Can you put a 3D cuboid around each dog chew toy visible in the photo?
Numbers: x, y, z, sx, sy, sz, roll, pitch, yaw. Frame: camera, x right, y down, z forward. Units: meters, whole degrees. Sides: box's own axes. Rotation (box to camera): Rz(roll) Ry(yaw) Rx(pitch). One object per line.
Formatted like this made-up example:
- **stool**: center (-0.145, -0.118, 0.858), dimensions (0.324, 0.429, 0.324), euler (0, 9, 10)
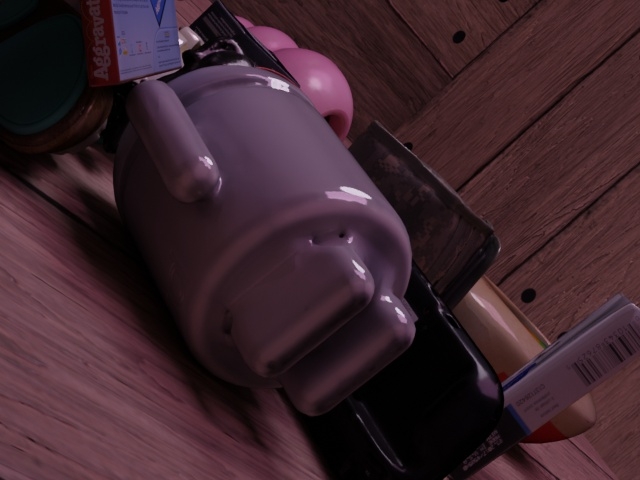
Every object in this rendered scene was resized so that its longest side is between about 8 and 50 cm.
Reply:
- **dog chew toy**: center (-0.098, -0.264, 2.192), dimensions (0.332, 0.207, 0.206), euler (43, 4, 30)

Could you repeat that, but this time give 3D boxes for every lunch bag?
- **lunch bag**: center (0.074, 0.031, 1.473), dimensions (0.169, 0.235, 0.287), euler (45, 6, 23)

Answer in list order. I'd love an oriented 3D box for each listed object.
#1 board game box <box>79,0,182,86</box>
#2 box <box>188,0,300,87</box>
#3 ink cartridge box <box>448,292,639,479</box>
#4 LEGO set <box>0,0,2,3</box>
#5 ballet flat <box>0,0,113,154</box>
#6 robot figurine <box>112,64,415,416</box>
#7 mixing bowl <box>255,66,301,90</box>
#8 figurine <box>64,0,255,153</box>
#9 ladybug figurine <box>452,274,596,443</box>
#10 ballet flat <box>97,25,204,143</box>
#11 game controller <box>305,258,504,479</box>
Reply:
- **board game box**: center (-0.158, -0.208, 1.084), dimensions (0.281, 0.027, 0.145), euler (-71, 157, -80)
- **box**: center (-0.140, -0.223, 1.826), dimensions (0.156, 0.158, 0.093), euler (38, 12, -51)
- **ink cartridge box**: center (0.291, 0.184, 1.673), dimensions (0.072, 0.303, 0.307), euler (53, 9, 10)
- **LEGO set**: center (-0.334, -0.273, 1.023), dimensions (0.331, 0.192, 0.255), euler (28, -2, -16)
- **ballet flat**: center (-0.247, -0.149, 1.132), dimensions (0.342, 0.116, 0.124), euler (50, -11, 45)
- **robot figurine**: center (-0.056, -0.017, 1.102), dimensions (0.300, 0.199, 0.353), euler (52, 3, -45)
- **mixing bowl**: center (-0.091, -0.134, 1.767), dimensions (0.181, 0.098, 0.182), euler (18, 61, -37)
- **figurine**: center (-0.172, -0.204, 1.275), dimensions (0.209, 0.092, 0.215), euler (-29, 103, -53)
- **ladybug figurine**: center (0.293, 0.202, 2.133), dimensions (0.449, 0.162, 0.305), euler (42, 9, -38)
- **ballet flat**: center (-0.198, -0.194, 1.462), dimensions (0.147, 0.147, 0.409), euler (48, 8, -1)
- **game controller**: center (0.045, 0.102, 1.202), dimensions (0.067, 0.166, 0.319), euler (50, 5, -42)
